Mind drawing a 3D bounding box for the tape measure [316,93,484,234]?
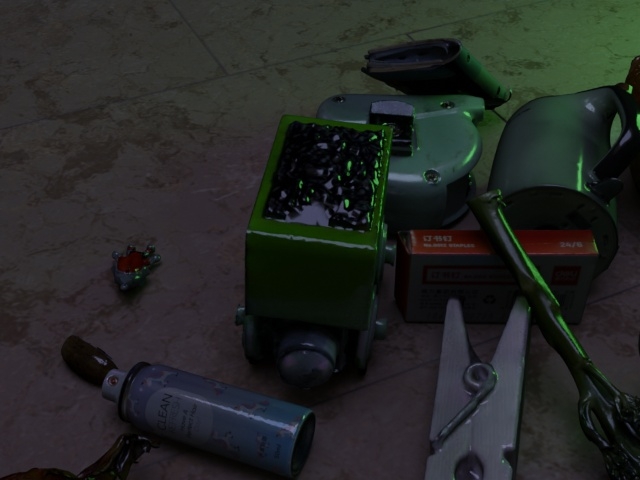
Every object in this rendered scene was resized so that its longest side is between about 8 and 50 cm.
[{"bbox_3d":[0.112,-0.121,1.302,0.243,0.125,0.246,1,39,2],"label":"tape measure"}]

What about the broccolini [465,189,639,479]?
[{"bbox_3d":[0.263,0.103,0.967,0.079,0.074,0.392,-4,60,-50],"label":"broccolini"}]

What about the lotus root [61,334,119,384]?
[{"bbox_3d":[-0.266,0.139,1.065,0.083,0.037,0.030,24,50,26],"label":"lotus root"}]

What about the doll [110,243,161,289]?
[{"bbox_3d":[-0.242,0.037,1.185,0.057,0.039,0.114,30,24,-13],"label":"doll"}]

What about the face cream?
[{"bbox_3d":[-0.123,0.183,0.983,0.229,0.075,0.075,13,42,17],"label":"face cream"}]

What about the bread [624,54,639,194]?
[{"bbox_3d":[0.601,-0.146,1.259,0.398,0.215,0.398,-1,40,1],"label":"bread"}]

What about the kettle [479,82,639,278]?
[{"bbox_3d":[0.320,-0.087,1.199,0.165,0.240,0.255,39,38,-13],"label":"kettle"}]

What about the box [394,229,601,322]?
[{"bbox_3d":[0.205,0.043,1.108,0.229,0.123,0.050,0,43,2],"label":"box"}]

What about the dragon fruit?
[{"bbox_3d":[-0.252,0.255,0.867,0.125,0.125,0.246,25,40,31],"label":"dragon fruit"}]

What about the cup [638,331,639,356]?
[{"bbox_3d":[0.493,0.200,0.863,0.323,0.237,0.327,21,34,-22],"label":"cup"}]

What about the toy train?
[{"bbox_3d":[0.000,0.000,1.066,0.173,0.249,0.307,7,40,5],"label":"toy train"}]

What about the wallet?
[{"bbox_3d":[0.175,-0.241,1.403,0.170,0.069,0.231,5,-6,31],"label":"wallet"}]

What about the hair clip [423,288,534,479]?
[{"bbox_3d":[0.161,0.187,0.965,0.101,0.085,0.331,7,42,12],"label":"hair clip"}]
